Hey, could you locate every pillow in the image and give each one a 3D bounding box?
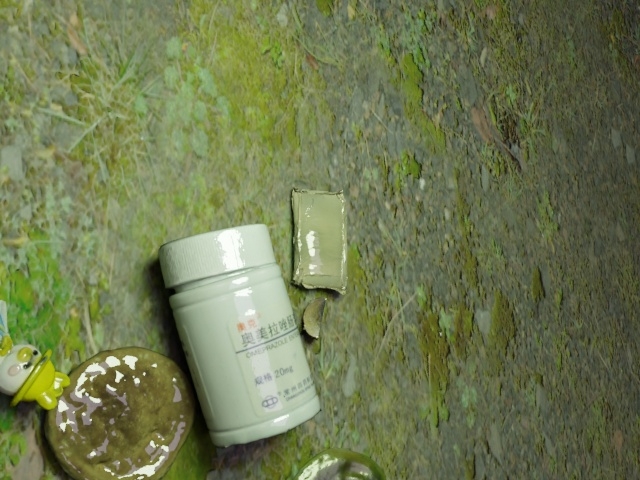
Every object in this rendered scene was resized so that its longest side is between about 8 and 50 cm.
[{"bbox_3d":[0.000,0.000,1.358,0.119,0.053,0.208,8,75,-29],"label":"pillow"}]

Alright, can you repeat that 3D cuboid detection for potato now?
[{"bbox_3d":[-0.014,0.152,1.332,0.037,0.036,0.093,9,50,4],"label":"potato"}]

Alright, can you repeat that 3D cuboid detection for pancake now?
[{"bbox_3d":[-0.300,0.282,1.095,0.241,0.050,0.242,7,76,-32],"label":"pancake"}]

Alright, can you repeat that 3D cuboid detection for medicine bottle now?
[{"bbox_3d":[-0.134,0.145,1.152,0.189,0.190,0.333,-17,90,-35],"label":"medicine bottle"}]

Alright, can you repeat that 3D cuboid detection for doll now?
[{"bbox_3d":[-0.462,0.151,0.987,0.241,0.135,0.099,41,88,-18],"label":"doll"}]

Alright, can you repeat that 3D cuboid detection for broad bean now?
[{"bbox_3d":[0.024,0.454,1.264,0.206,0.072,0.153,-11,73,-34],"label":"broad bean"}]
